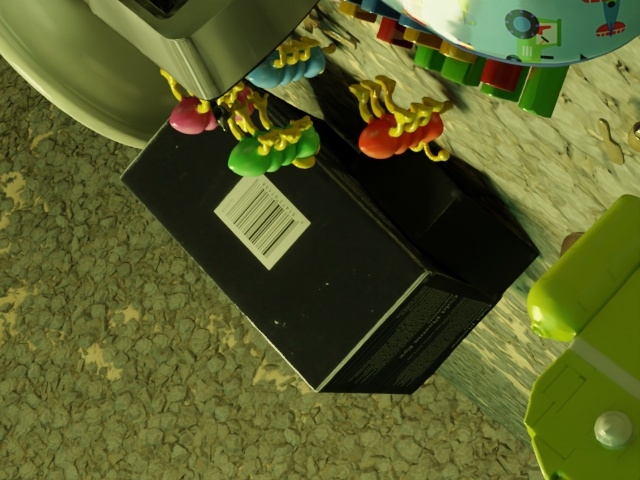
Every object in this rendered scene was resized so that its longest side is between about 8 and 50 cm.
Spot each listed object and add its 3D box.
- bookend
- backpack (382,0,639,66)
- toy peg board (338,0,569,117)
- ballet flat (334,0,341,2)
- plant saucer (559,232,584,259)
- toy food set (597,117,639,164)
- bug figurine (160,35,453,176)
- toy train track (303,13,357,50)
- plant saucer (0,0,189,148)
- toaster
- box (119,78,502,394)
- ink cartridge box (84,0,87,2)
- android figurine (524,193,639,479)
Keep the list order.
[{"bbox_3d":[0.133,-0.032,1.356,0.157,0.072,0.156,34,-168,-41],"label":"bookend"},{"bbox_3d":[0.082,-0.154,0.423,0.158,0.173,0.117,39,173,34],"label":"backpack"},{"bbox_3d":[0.068,-0.134,0.730,0.161,0.079,0.161,8,-164,-36],"label":"toy peg board"},{"bbox_3d":[-0.039,-0.222,0.930,0.221,0.077,0.079,18,-174,5],"label":"ballet flat"},{"bbox_3d":[0.338,0.114,1.191,0.310,0.050,0.310,42,172,7],"label":"plant saucer"},{"bbox_3d":[0.243,-0.051,0.822,0.122,0.019,0.078,29,167,33],"label":"toy food set"},{"bbox_3d":[-0.021,-0.124,1.159,0.279,0.216,0.072,37,137,47],"label":"bug figurine"},{"bbox_3d":[0.004,-0.212,1.220,0.083,0.014,0.048,34,164,18],"label":"toy train track"},{"bbox_3d":[-0.270,-0.296,1.522,0.400,0.100,0.400,42,-155,-25],"label":"plant saucer"},{"bbox_3d":[-0.096,-0.223,1.054,0.186,0.168,0.110,41,172,24],"label":"toaster"},{"bbox_3d":[0.000,0.000,1.441,0.343,0.179,0.312,46,-168,21],"label":"box"},{"bbox_3d":[-0.268,-0.379,1.229,0.272,0.130,0.309,45,173,-17],"label":"ink cartridge box"},{"bbox_3d":[0.223,0.081,0.667,0.248,0.273,0.056,41,170,31],"label":"android figurine"}]
